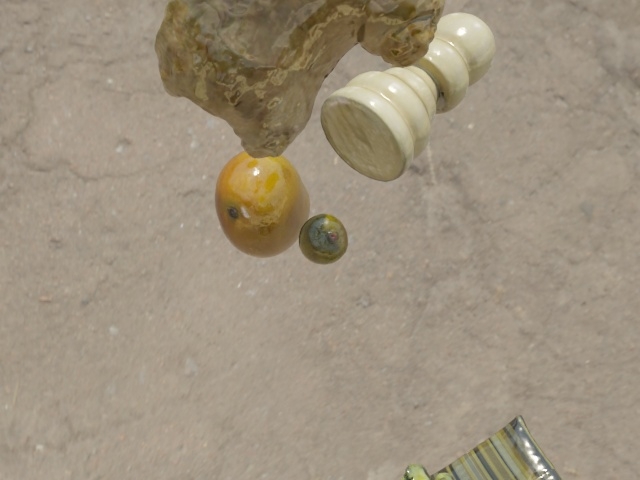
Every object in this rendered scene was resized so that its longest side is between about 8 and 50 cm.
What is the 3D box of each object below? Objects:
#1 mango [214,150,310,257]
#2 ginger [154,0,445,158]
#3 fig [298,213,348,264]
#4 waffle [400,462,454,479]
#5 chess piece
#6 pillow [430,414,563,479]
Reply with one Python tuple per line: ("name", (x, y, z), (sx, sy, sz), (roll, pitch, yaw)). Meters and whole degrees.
("mango", (-0.095, -0.055, 1.637), (0.139, 0.254, 0.176), (22, 78, 24))
("ginger", (-0.012, -0.199, 0.830), (0.221, 0.130, 0.276), (22, 102, -1))
("fig", (0.000, 0.000, 1.381), (0.074, 0.088, 0.074), (4, 80, -23))
("waffle", (0.141, 0.385, 1.093), (0.204, 0.054, 0.223), (34, 67, -3))
("chess piece", (0.153, -0.242, 1.450), (0.167, 0.167, 0.300), (42, 66, 5))
("pillow", (0.297, 0.426, 1.547), (0.212, 0.052, 0.208), (-36, 57, 5))
